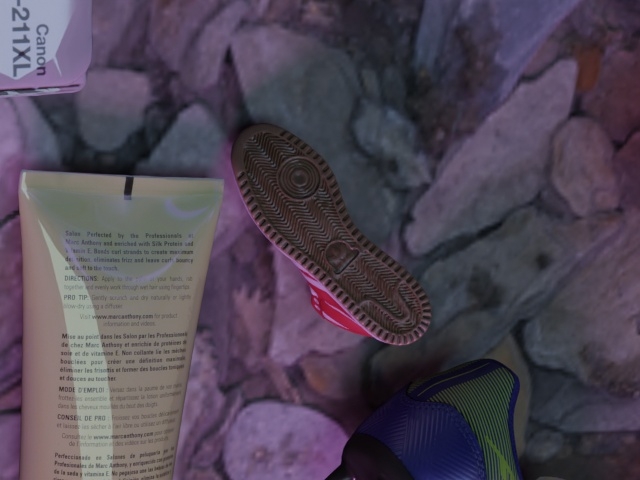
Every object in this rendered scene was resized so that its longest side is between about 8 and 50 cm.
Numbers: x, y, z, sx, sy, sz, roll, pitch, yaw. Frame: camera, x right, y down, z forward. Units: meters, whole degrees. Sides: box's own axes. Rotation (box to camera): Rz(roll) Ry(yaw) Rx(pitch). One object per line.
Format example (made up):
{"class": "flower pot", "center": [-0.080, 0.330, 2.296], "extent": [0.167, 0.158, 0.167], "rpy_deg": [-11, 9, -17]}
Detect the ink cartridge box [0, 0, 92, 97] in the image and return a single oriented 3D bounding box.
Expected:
{"class": "ink cartridge box", "center": [-0.134, -0.124, 0.460], "extent": [0.072, 0.175, 0.127], "rpy_deg": [-7, 111, -26]}

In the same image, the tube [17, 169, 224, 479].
{"class": "tube", "center": [-0.095, 0.088, 0.634], "extent": [0.070, 0.062, 0.240], "rpy_deg": [-25, 123, -69]}

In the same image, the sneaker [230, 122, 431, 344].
{"class": "sneaker", "center": [0.000, 0.000, 0.664], "extent": [0.042, 0.067, 0.118], "rpy_deg": [-40, 92, -8]}

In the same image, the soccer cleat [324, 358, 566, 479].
{"class": "soccer cleat", "center": [0.100, 0.188, 0.752], "extent": [0.121, 0.093, 0.289], "rpy_deg": [-35, 121, -21]}
